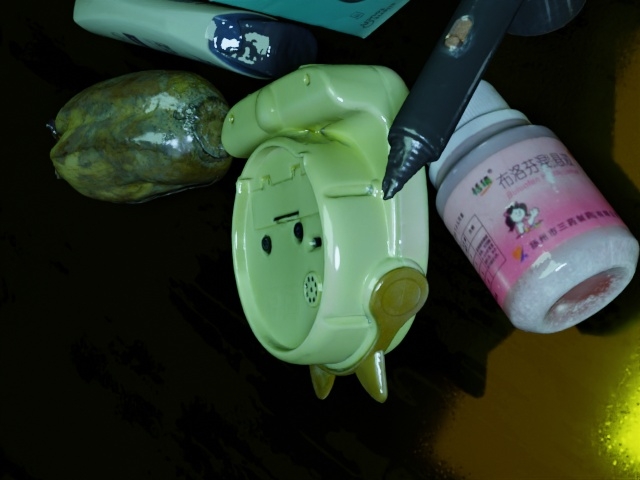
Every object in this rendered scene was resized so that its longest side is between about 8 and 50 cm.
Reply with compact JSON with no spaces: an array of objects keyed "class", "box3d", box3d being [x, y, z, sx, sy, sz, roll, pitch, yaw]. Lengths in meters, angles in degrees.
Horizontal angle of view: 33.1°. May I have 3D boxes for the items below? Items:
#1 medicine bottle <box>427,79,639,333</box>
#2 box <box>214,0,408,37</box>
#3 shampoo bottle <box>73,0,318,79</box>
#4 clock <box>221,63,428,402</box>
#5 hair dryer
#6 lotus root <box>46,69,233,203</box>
[{"class":"medicine bottle","box3d":[0.190,-0.039,1.054,0.147,0.147,0.247,-45,60,25]},{"class":"box","box3d":[0.017,-0.328,1.117,0.205,0.311,0.118,-34,75,29]},{"class":"shampoo bottle","box3d":[-0.172,-0.270,1.364,0.359,0.134,0.078,21,100,37]},{"class":"clock","box3d":[0.000,0.000,1.152,0.286,0.117,0.348,-14,81,61]},{"class":"hair dryer","box3d":[0.135,-0.193,1.001,0.107,0.189,0.352,17,68,31]},{"class":"lotus root","box3d":[-0.223,-0.133,1.376,0.275,0.160,0.152,-1,60,36]}]
